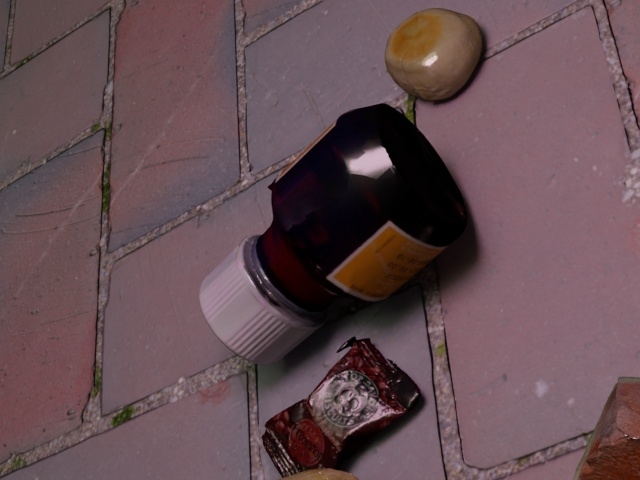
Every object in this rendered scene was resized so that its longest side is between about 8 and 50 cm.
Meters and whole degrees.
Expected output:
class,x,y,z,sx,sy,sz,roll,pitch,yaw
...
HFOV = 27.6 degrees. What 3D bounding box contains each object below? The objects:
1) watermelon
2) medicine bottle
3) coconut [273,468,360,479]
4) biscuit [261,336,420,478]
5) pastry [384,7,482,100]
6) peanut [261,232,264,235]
class,x,y,z,sx,sy,sz,roll,pitch,yaw
watermelon,0.405,0.222,1.462,0.231,0.128,0.146,3,37,29
medicine bottle,0.000,0.000,1.855,0.395,0.242,0.242,-37,45,26
coconut,0.001,0.380,1.657,0.194,0.194,0.194,-22,51,30
biscuit,0.021,0.247,1.805,0.235,0.063,0.151,-44,54,5
pastry,0.173,-0.290,1.998,0.156,0.092,0.156,-17,53,24
peanut,-0.079,0.029,2.027,0.174,0.080,0.080,-32,46,19
